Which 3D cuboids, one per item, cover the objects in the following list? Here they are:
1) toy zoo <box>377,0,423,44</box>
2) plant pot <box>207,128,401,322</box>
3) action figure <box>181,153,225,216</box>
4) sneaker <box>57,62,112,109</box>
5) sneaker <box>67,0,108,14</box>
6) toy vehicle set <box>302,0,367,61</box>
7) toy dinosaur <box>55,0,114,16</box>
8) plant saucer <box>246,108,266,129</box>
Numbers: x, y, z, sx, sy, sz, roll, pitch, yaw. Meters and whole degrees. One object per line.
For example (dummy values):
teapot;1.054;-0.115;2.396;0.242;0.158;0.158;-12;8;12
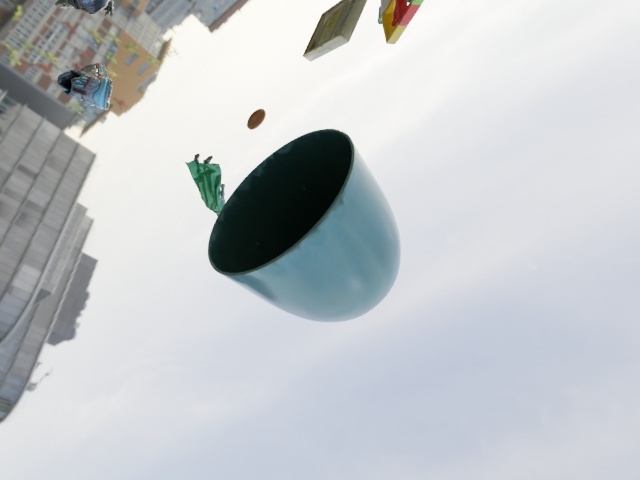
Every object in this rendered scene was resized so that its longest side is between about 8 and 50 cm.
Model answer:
toy zoo;0.213;-0.661;1.279;0.293;0.030;0.193;142;-56;-74
plant pot;0.000;0.000;0.818;0.293;0.235;0.293;-29;-143;24
action figure;-0.349;-0.166;1.546;0.137;0.232;0.063;14;-132;20
sneaker;-0.668;-0.452;1.359;0.262;0.125;0.104;39;-64;48
sneaker;-0.258;-0.297;0.539;0.058;0.085;0.152;-38;-133;-19
toy vehicle set;0.043;-0.664;1.504;0.267;0.035;0.166;15;-100;63
toy dinosaur;-0.593;-0.699;1.332;0.268;0.118;0.064;-42;-102;0
plant saucer;-0.218;-0.411;1.631;0.083;0.013;0.084;-22;-129;29
